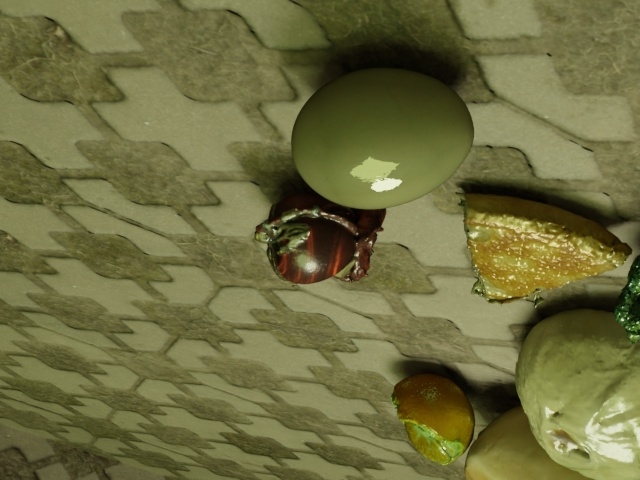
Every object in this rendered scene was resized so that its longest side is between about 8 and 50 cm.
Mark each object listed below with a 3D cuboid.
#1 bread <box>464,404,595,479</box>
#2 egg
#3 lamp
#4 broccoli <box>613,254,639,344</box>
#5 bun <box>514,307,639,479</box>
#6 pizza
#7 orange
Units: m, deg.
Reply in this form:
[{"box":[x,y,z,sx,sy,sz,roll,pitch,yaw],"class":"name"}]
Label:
[{"box":[0.500,0.544,1.759,0.376,0.253,0.348,40,161,40],"class":"bread"},{"box":[0.080,-0.135,1.067,0.242,0.185,0.186,-11,141,17],"class":"egg"},{"box":[-0.004,0.010,1.350,0.223,0.151,0.215,15,151,-7],"class":"lamp"},{"box":[0.580,0.101,1.187,0.270,0.270,0.270,-13,154,-7],"class":"broccoli"},{"box":[0.504,0.310,1.484,0.364,0.202,0.364,30,142,27],"class":"bun"},{"box":[0.315,0.022,1.335,0.280,0.075,0.287,21,149,-5],"class":"pizza"},{"box":[0.261,0.391,1.812,0.179,0.158,0.237,40,167,46],"class":"orange"}]
